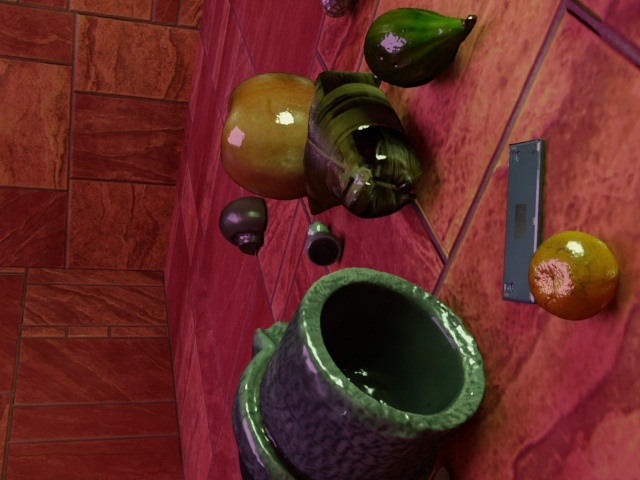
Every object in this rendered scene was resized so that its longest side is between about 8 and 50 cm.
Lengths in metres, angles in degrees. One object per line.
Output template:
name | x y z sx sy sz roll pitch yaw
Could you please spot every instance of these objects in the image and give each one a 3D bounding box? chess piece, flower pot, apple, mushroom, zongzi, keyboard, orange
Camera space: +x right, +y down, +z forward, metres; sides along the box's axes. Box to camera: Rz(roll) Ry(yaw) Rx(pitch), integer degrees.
chess piece | 0.000 0.000 1.364 0.103 0.067 0.067 -109 27 -65
flower pot | 0.027 0.196 0.922 0.299 0.299 0.283 -107 33 -44
apple | -0.083 -0.200 1.373 0.253 0.254 0.253 -177 90 -71
mushroom | -0.211 -0.045 1.923 0.188 0.117 0.141 122 157 -63
zongzi | 0.043 -0.080 1.127 0.286 0.134 0.288 -105 26 -47
keyboard | 0.222 -0.020 0.790 0.055 0.014 0.176 180 92 -70
orange | 0.232 0.033 0.667 0.083 0.070 0.083 6 97 59

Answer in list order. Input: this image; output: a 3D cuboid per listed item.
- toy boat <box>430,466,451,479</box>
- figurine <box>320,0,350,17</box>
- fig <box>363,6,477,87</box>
toy boat | 0.162 0.329 0.883 0.149 0.034 0.105 124 141 -58
figurine | 0.001 -0.544 1.292 0.370 0.167 0.281 -107 -9 -66
fig | 0.136 -0.254 0.943 0.177 0.117 0.117 15 102 56
